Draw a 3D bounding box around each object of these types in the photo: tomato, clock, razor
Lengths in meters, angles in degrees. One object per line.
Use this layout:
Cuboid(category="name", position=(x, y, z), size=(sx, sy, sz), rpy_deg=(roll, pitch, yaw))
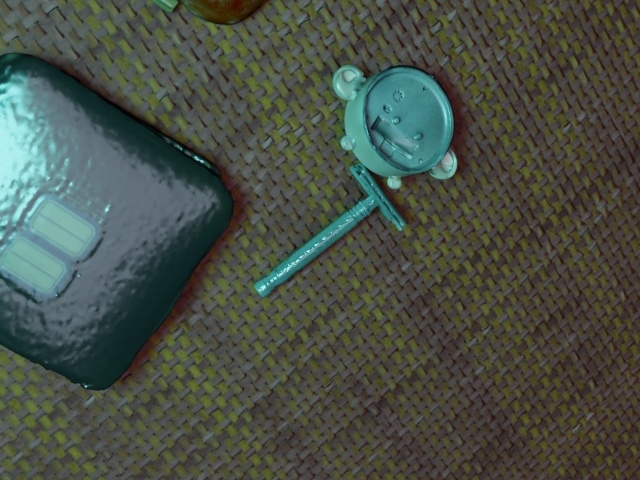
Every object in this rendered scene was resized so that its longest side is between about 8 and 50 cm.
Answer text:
Cuboid(category="tomato", position=(-0.123, -0.358, 1.166), size=(0.155, 0.069, 0.155), rpy_deg=(-4, 104, -15))
Cuboid(category="clock", position=(0.112, -0.164, 1.252), size=(0.229, 0.063, 0.155), rpy_deg=(39, 69, -17))
Cuboid(category="razor", position=(0.000, 0.000, 1.289), size=(0.232, 0.068, 0.106), rpy_deg=(-37, 108, 1))

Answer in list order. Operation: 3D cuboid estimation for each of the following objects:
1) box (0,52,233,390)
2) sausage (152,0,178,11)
Cuboid(category="box", position=(-0.336, -0.018, 1.168), size=(0.359, 0.091, 0.350), rpy_deg=(32, 90, -19))
Cuboid(category="sausage", position=(-0.242, -0.343, 1.159), size=(0.132, 0.024, 0.024), rpy_deg=(36, 90, -19))
